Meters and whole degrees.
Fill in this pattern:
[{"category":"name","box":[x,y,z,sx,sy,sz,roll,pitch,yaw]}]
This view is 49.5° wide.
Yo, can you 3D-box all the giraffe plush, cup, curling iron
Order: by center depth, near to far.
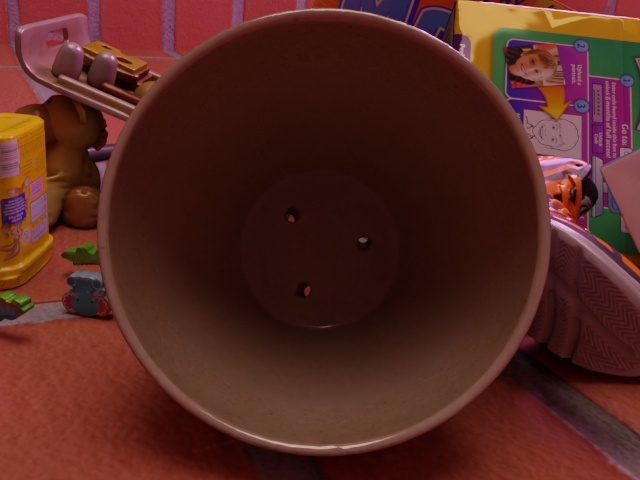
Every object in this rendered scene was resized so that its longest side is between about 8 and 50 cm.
[{"category":"cup","box":[0.000,0.000,0.620,0.332,0.330,0.237,5,-6,-1]},{"category":"giraffe plush","box":[-0.361,-0.122,0.965,0.182,0.170,0.210,19,25,32]},{"category":"curling iron","box":[-0.434,-0.155,1.219,0.068,0.035,0.274,23,27,37]}]

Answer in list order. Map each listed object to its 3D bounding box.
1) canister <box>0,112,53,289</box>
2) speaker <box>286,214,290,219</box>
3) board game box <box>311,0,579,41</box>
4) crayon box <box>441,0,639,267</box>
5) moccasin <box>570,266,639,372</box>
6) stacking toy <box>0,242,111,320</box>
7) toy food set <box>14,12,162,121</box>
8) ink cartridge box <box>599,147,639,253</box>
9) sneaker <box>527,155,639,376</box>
[{"category":"canister","box":[-0.353,-0.048,0.775,0.074,0.169,0.126,6,21,-1]},{"category":"speaker","box":[-0.119,-0.108,1.056,0.131,0.131,0.296,1,22,-14]},{"category":"board game box","box":[0.146,-0.298,1.165,0.357,0.356,0.356,25,20,-6]},{"category":"crayon box","box":[0.307,-0.110,0.881,0.314,0.362,0.106,7,-16,0]},{"category":"moccasin","box":[0.420,0.085,0.682,0.381,0.139,0.147,7,22,3]},{"category":"stacking toy","box":[-0.201,0.061,0.709,0.221,0.052,0.167,8,19,10]},{"category":"toy food set","box":[-0.238,-0.237,0.981,0.306,0.092,0.219,24,23,-6]},{"category":"ink cartridge box","box":[0.368,-0.041,0.720,0.060,0.104,0.180,-31,-18,38]},{"category":"sneaker","box":[0.234,-0.010,0.670,0.180,0.124,0.321,-19,40,-26]}]
